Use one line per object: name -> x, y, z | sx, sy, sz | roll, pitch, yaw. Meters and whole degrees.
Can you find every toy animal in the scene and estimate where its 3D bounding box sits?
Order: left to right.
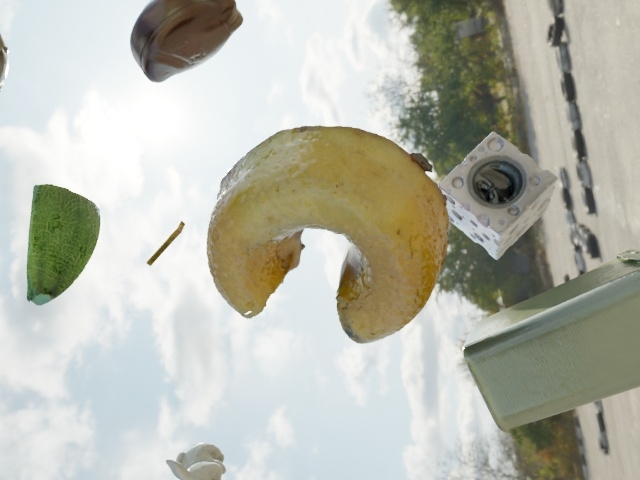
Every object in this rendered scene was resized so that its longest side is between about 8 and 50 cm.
toy animal -> -0.387, 0.719, 1.753 | 0.193, 0.178, 0.128 | -57, -15, -77

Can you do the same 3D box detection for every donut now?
donut -> 0.000, 0.000, 0.954 | 0.163, 0.434, 0.378 | -70, -11, -47

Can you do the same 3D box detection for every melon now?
melon -> -0.716, 0.014, 1.538 | 0.196, 0.124, 0.324 | 25, -133, -40

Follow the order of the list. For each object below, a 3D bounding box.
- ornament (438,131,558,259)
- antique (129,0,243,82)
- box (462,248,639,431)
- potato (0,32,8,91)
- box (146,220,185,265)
ornament -> 0.533, -0.132, 1.717 | 0.240, 0.239, 0.240 | 44, 177, 24
antique -> -0.320, -0.492, 1.318 | 0.129, 0.278, 0.223 | 54, -173, 9
box -> 0.453, 0.169, 0.998 | 0.177, 0.343, 0.352 | 64, -162, 8
potato -> -0.665, -0.284, 0.955 | 0.301, 0.237, 0.289 | -32, -53, -68
box -> -0.491, 0.008, 1.793 | 0.022, 0.156, 0.089 | 40, -167, -17
